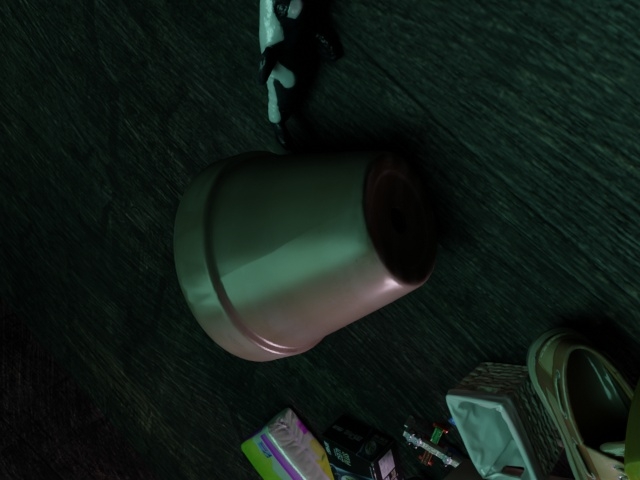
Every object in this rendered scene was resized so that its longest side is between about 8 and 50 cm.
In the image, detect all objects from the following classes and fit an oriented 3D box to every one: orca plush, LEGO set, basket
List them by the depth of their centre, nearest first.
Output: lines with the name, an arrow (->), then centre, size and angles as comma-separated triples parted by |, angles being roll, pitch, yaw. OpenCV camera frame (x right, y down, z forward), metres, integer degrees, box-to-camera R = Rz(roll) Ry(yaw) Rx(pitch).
orca plush -> -0.025, -0.245, 0.963 | 0.102, 0.151, 0.287 | 11, 132, 5
basket -> 0.284, 0.276, 1.047 | 0.113, 0.103, 0.167 | -5, 117, 51
LEGO set -> 0.259, 0.402, 1.261 | 0.183, 0.060, 0.244 | -15, 109, 41

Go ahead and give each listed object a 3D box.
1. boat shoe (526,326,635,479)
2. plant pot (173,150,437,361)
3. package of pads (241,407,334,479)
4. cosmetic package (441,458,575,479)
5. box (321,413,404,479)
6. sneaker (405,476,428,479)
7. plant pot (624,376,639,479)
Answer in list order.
boat shoe -> 0.370, 0.260, 0.862 | 0.324, 0.123, 0.116 | 57, 179, 6
plant pot -> 0.000, 0.000, 0.999 | 0.281, 0.323, 0.323 | -14, 109, 37
package of pads -> -0.052, 0.573, 1.710 | 0.296, 0.101, 0.229 | 50, 145, 6
cosmetic package -> 0.342, 0.446, 1.039 | 0.310, 0.113, 0.160 | -3, 97, 38
box -> 0.095, 0.482, 1.476 | 0.147, 0.078, 0.180 | 17, 132, 42
sneaker -> 0.258, 0.614, 1.367 | 0.319, 0.112, 0.131 | 46, 142, 12
plant pot -> 0.444, 0.231, 0.710 | 0.212, 0.187, 0.212 | 57, 141, 5
